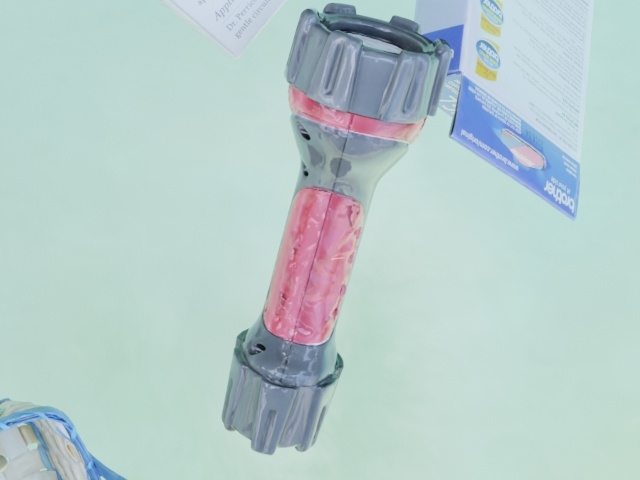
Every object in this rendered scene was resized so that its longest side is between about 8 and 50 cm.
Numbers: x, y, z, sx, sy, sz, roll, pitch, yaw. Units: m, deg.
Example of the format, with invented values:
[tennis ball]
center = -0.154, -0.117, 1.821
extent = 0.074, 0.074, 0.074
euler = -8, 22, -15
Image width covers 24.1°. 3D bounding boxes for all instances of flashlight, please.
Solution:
[flashlight]
center = 0.000, 0.000, 1.001
extent = 0.103, 0.103, 0.304
euler = -2, 117, -38

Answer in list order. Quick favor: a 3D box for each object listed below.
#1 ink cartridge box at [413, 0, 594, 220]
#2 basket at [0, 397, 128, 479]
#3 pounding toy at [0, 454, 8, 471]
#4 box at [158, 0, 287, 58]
[ink cartridge box]
center = 0.151, -0.186, 1.201
extent = 0.186, 0.065, 0.311
euler = 29, 60, -46
[basket]
center = -0.320, 0.283, 1.454
extent = 0.255, 0.289, 0.201
euler = -31, 118, -20
[pounding toy]
center = -0.254, 0.153, 0.859
extent = 0.130, 0.141, 0.100
euler = -29, 114, -6
[box]
center = -0.061, -0.241, 1.058
extent = 0.119, 0.182, 0.181
euler = 40, 93, -20
